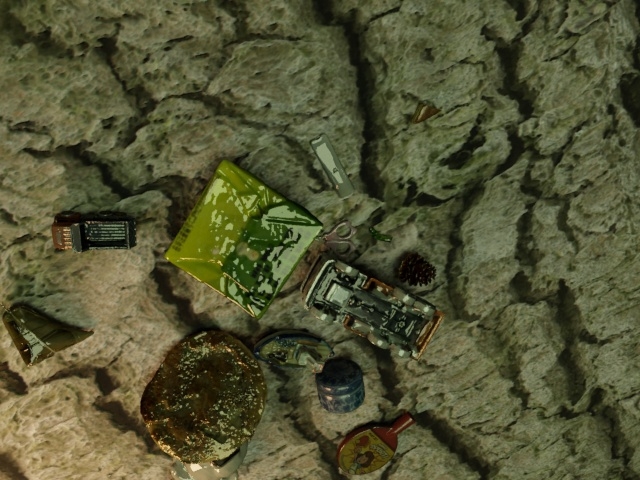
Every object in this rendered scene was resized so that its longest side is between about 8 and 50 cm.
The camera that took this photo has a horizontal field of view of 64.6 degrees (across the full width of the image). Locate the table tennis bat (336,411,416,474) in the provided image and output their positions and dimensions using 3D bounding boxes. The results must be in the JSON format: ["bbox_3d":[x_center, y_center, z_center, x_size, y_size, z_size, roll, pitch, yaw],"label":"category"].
[{"bbox_3d":[0.194,0.698,1.748,0.310,0.038,0.200,-39,116,7],"label":"table tennis bat"}]

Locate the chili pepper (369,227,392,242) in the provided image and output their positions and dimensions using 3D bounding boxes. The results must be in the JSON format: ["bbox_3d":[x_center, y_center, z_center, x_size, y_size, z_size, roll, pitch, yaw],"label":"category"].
[{"bbox_3d":[0.171,-0.014,1.462,0.083,0.022,0.027,24,137,-22],"label":"chili pepper"}]

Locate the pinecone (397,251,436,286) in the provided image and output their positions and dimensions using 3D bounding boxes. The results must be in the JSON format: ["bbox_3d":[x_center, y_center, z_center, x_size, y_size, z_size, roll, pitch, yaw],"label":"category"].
[{"bbox_3d":[0.287,0.088,1.489,0.109,0.102,0.102,13,111,14],"label":"pinecone"}]

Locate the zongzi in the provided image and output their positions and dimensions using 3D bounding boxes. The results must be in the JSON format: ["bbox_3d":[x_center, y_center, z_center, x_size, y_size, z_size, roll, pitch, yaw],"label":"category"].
[{"bbox_3d":[-0.713,0.207,1.320,0.178,0.081,0.189,-26,103,-26],"label":"zongzi"}]

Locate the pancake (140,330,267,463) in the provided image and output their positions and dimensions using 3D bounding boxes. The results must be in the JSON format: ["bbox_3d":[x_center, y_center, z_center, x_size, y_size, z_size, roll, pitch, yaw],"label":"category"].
[{"bbox_3d":[-0.318,0.436,1.407,0.355,0.065,0.357,1,71,-2],"label":"pancake"}]

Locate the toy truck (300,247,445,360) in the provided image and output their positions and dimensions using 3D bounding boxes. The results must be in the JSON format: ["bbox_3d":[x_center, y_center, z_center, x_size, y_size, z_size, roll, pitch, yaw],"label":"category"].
[{"bbox_3d":[0.131,0.173,1.426,0.387,0.207,0.174,27,95,-18],"label":"toy truck"}]

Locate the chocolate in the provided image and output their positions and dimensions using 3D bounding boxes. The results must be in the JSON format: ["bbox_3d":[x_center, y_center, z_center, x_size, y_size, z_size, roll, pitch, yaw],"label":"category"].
[{"bbox_3d":[-0.187,-0.008,1.280,0.288,0.137,0.301,33,100,-6],"label":"chocolate"}]

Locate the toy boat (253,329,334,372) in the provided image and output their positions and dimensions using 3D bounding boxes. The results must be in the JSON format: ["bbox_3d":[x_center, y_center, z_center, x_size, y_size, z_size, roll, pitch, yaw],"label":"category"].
[{"bbox_3d":[-0.073,0.333,1.488,0.261,0.115,0.114,12,108,-18],"label":"toy boat"}]

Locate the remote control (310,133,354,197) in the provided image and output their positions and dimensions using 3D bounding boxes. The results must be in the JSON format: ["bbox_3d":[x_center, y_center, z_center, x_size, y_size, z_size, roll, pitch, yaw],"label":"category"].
[{"bbox_3d":[0.034,-0.195,1.350,0.049,0.027,0.184,-31,114,-1],"label":"remote control"}]

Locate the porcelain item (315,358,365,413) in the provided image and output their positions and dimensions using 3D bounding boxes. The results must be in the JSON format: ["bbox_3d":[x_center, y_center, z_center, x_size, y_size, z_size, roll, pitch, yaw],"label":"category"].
[{"bbox_3d":[0.060,0.440,1.547,0.147,0.147,0.114,-14,113,-8],"label":"porcelain item"}]

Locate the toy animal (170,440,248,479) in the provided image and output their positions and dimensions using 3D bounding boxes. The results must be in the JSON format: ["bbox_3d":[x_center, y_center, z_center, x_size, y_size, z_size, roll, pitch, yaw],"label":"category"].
[{"bbox_3d":[-0.338,0.675,1.543,0.257,0.194,0.358,-6,132,-37],"label":"toy animal"}]

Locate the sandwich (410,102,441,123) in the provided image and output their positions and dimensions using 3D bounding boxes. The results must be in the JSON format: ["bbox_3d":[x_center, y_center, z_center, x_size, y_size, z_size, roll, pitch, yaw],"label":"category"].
[{"bbox_3d":[0.277,-0.345,1.347,0.083,0.031,0.044,-29,119,-4],"label":"sandwich"}]

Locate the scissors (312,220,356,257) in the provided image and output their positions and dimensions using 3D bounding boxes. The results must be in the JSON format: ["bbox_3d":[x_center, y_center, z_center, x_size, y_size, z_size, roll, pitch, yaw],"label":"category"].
[{"bbox_3d":[0.000,0.000,1.424,0.212,0.021,0.111,-2,110,-14],"label":"scissors"}]

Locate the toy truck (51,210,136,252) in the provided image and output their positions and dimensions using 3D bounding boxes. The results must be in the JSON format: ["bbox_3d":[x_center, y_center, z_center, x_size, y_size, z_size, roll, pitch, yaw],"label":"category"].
[{"bbox_3d":[-0.552,-0.022,1.240,0.191,0.092,0.083,0,112,-13],"label":"toy truck"}]
